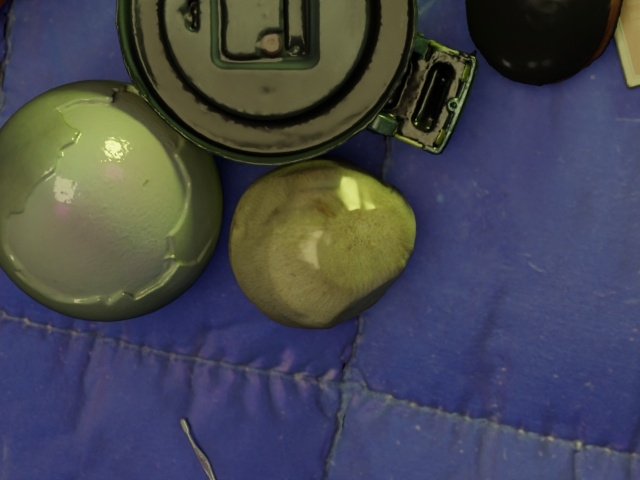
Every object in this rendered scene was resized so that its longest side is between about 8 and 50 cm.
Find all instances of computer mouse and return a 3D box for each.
[{"bbox_3d":[0.265,-0.334,1.691,0.183,0.116,0.323,15,98,16],"label":"computer mouse"}]

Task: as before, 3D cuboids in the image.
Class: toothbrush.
[{"bbox_3d":[-0.143,0.280,1.873,0.011,0.013,0.131,-27,87,23],"label":"toothbrush"}]

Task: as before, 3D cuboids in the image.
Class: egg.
[{"bbox_3d":[-0.252,-0.045,1.725,0.278,0.336,0.278,0,90,7],"label":"egg"}]

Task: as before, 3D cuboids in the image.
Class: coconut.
[{"bbox_3d":[0.000,0.000,1.743,0.224,0.224,0.224,1,93,13],"label":"coconut"}]

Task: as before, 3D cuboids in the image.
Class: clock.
[{"bbox_3d":[-0.056,-0.244,1.621,0.325,0.067,0.325,1,100,6],"label":"clock"}]

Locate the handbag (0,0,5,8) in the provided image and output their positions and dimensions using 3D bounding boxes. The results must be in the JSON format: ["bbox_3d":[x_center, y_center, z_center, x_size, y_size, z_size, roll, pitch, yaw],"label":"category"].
[{"bbox_3d":[-0.317,-0.421,1.736,0.410,0.303,0.116,-35,83,10],"label":"handbag"}]

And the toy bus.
[{"bbox_3d":[0.051,-0.199,1.737,0.262,0.150,0.128,23,99,12],"label":"toy bus"}]

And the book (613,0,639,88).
[{"bbox_3d":[0.402,-0.311,1.719,0.170,0.018,0.241,-15,88,14],"label":"book"}]
